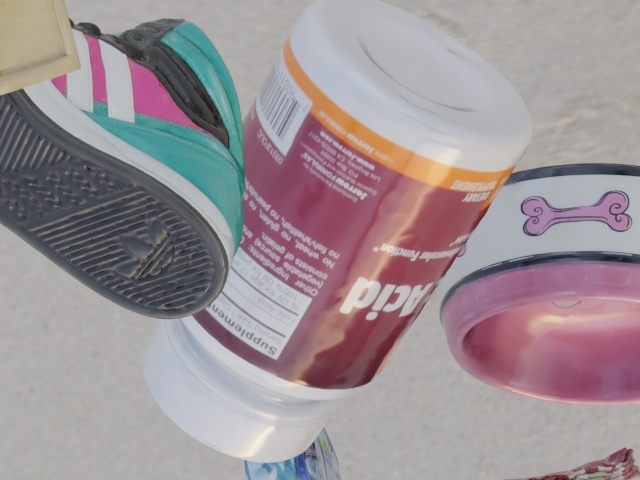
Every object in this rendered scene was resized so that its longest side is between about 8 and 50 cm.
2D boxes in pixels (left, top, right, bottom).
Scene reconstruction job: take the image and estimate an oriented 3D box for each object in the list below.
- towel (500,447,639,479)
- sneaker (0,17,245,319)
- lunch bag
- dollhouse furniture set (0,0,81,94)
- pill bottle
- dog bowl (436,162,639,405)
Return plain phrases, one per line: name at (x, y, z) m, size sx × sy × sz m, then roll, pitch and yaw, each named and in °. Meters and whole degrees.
towel at (0.193, 0.291, 1.550) m, size 0.237 × 0.329 × 0.037 m, roll -21°, pitch 78°, yaw 31°
sneaker at (-0.155, -0.099, 0.828) m, size 0.295 × 0.178 × 0.124 m, roll 42°, pitch 117°, yaw -12°
lunch bag at (-0.032, 0.264, 1.632) m, size 0.090 × 0.176 × 0.219 m, roll -17°, pitch 136°, yaw 5°
dollhouse furniture set at (-0.212, -0.146, 0.587) m, size 0.101 × 0.160 × 0.182 m, roll 38°, pitch 143°, yaw 55°
pill bottle at (0.000, 0.000, 1.246) m, size 0.224 × 0.224 × 0.392 m, roll 40°, pitch 120°, yaw 16°
dog bowl at (0.325, 0.071, 1.653) m, size 0.407 × 0.408 × 0.150 m, roll -13°, pitch 57°, yaw 34°
